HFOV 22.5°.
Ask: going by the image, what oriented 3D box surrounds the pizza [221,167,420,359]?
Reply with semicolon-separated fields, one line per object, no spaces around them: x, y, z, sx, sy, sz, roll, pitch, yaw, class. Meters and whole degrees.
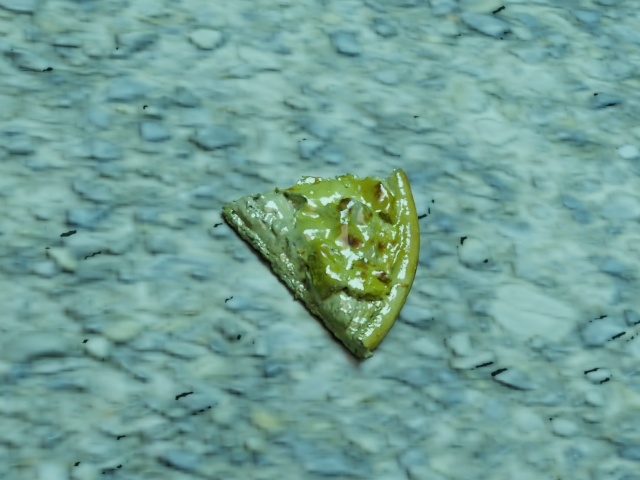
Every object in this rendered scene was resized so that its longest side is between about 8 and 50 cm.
0.000;0.000;0.847;0.109;0.026;0.123;16;53;-6;pizza
